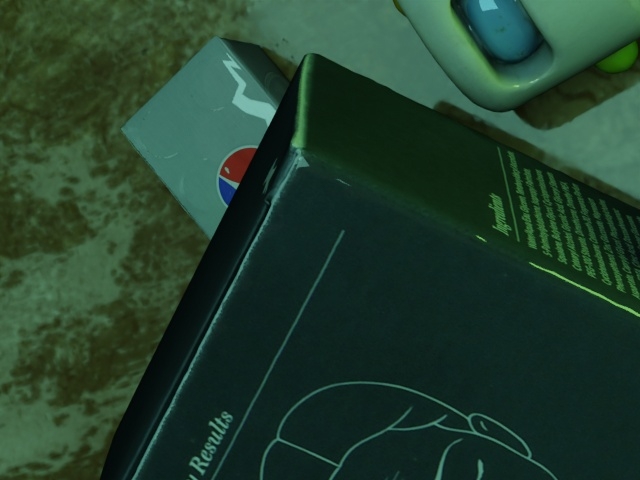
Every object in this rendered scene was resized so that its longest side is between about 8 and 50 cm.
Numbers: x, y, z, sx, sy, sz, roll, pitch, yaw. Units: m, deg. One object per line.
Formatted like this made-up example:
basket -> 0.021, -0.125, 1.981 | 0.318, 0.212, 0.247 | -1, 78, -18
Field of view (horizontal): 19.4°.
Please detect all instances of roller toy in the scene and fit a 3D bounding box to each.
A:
roller toy -> 0.108, -0.186, 1.169 | 0.146, 0.191, 0.209 | -30, 83, 14

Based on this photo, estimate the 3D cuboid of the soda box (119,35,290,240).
soda box -> 0.000, 0.000, 1.251 | 0.098, 0.091, 0.286 | -43, 80, 14

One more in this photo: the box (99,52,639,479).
box -> 0.100, 0.123, 1.078 | 0.395, 0.212, 0.293 | 26, 108, -8
